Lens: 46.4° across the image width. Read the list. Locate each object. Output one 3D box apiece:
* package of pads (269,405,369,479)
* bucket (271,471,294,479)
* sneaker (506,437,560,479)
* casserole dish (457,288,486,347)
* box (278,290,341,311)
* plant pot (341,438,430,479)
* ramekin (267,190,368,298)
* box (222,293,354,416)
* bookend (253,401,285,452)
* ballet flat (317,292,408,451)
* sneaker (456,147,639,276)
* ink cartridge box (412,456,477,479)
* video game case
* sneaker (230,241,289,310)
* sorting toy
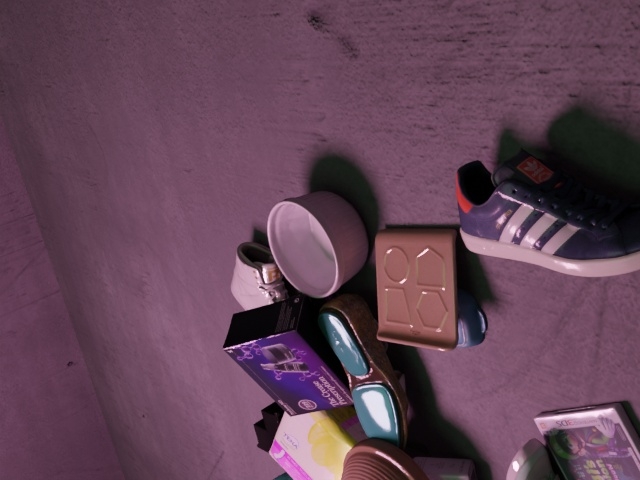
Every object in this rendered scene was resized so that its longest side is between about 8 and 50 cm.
[{"bbox_3d":[0.028,0.486,1.717,0.297,0.101,0.229,37,119,32],"label":"package of pads"},{"bbox_3d":[-0.028,0.700,1.904,0.281,0.183,0.281,29,133,38],"label":"bucket"},{"bbox_3d":[0.404,0.453,1.263,0.151,0.094,0.255,27,142,48],"label":"sneaker"},{"bbox_3d":[0.215,0.139,1.355,0.188,0.037,0.114,8,117,51],"label":"casserole dish"},{"bbox_3d":[-0.019,0.164,1.611,0.162,0.029,0.116,-25,92,24],"label":"box"},{"bbox_3d":[0.116,0.524,1.485,0.237,0.110,0.237,24,127,36],"label":"plant pot"},{"bbox_3d":[0.000,0.000,1.475,0.207,0.109,0.207,29,133,38],"label":"ramekin"},{"bbox_3d":[-0.049,0.247,1.560,0.184,0.103,0.261,-16,129,30],"label":"box"},{"bbox_3d":[-0.115,0.487,1.972,0.157,0.072,0.156,7,116,51],"label":"bookend"},{"bbox_3d":[0.109,0.263,1.505,0.123,0.123,0.348,-12,106,54],"label":"ballet flat"},{"bbox_3d":[0.317,-0.050,1.015,0.350,0.131,0.148,6,121,51],"label":"sneaker"},{"bbox_3d":[0.215,0.572,1.536,0.239,0.060,0.275,-5,110,24],"label":"ink cartridge box"},{"bbox_3d":[0.454,0.358,1.203,0.173,0.022,0.190,-31,87,55],"label":"video game case"},{"bbox_3d":[-0.108,0.129,1.699,0.292,0.108,0.169,43,143,28],"label":"sneaker"},{"bbox_3d":[0.173,0.082,1.327,0.193,0.038,0.208,1,91,52],"label":"sorting toy"}]
